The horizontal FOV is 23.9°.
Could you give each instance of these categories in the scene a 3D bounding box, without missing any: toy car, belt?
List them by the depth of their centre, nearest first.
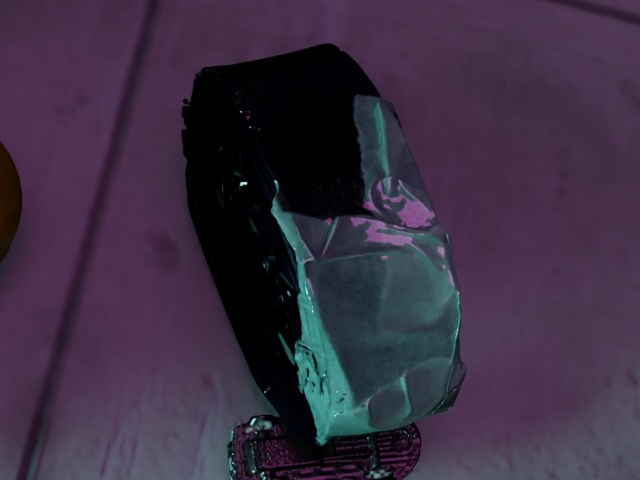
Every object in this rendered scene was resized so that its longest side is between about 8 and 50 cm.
[{"bbox_3d":[0.000,0.000,0.694,0.078,0.151,0.198,-14,57,-18],"label":"belt"},{"bbox_3d":[0.002,0.102,0.722,0.093,0.025,0.041,-4,69,-9],"label":"toy car"}]

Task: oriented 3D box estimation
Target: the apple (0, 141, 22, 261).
[{"bbox_3d":[-0.184,-0.017,0.710,0.089,0.074,0.089,5,68,-11],"label":"apple"}]
